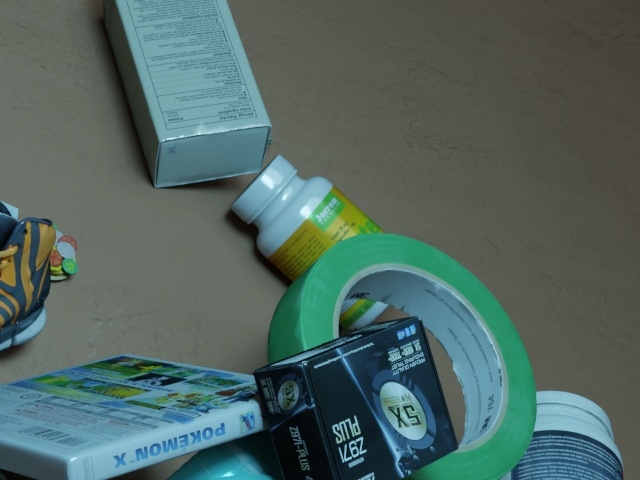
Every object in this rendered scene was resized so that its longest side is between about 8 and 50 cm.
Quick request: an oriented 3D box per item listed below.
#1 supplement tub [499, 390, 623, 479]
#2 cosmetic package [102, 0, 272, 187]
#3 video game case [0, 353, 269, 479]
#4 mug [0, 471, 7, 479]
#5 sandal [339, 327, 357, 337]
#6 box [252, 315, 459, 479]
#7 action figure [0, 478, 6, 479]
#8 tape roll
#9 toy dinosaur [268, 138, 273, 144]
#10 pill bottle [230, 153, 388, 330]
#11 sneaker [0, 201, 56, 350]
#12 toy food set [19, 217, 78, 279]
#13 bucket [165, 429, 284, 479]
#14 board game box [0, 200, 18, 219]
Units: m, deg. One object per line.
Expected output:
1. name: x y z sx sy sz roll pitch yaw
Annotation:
1. supplement tub: 0.306 0.354 2.080 0.191 0.191 0.272 30 39 -20
2. cosmetic package: -0.189 -0.236 2.176 0.160 0.113 0.309 -9 60 -17
3. video game case: -0.225 0.178 1.621 0.300 0.329 0.036 -12 101 -42
4. mug: -0.355 0.266 1.617 0.062 0.064 0.078 54 37 9
5. sandal: 0.044 0.166 1.968 0.086 0.303 0.120 -24 116 -26
6. box: 0.038 0.171 1.580 0.180 0.078 0.147 -17 93 -44
7. action figure: -0.431 0.236 1.550 0.232 0.063 0.137 33 76 4
8. tape roll: 0.096 0.147 1.787 0.321 0.077 0.321 20 49 -25
9. toy dinosaur: -0.151 -0.170 2.262 0.183 0.053 0.092 37 20 -20
10. pill bottle: 0.000 0.000 2.160 0.246 0.136 0.136 42 36 -5
11. sneaker: -0.392 0.051 1.667 0.125 0.180 0.321 22 28 14
12. toy food set: -0.331 0.012 1.919 0.083 0.020 0.083 12 48 -38
13. bucket: -0.090 0.327 1.657 0.183 0.281 0.281 46 35 11
14. board game box: -0.432 -0.022 1.847 0.154 0.026 0.103 24 41 -27
